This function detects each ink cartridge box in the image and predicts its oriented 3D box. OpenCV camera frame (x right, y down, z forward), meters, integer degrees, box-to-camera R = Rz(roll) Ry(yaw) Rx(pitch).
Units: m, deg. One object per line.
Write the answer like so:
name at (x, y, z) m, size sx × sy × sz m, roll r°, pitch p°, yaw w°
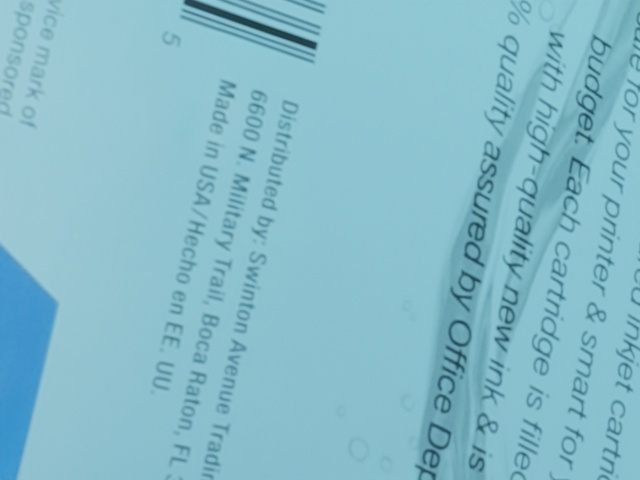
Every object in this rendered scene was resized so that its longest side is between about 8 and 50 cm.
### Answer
ink cartridge box at (0.000, 0.000, 0.536) m, size 0.394 × 0.166 × 0.286 m, roll 16°, pitch 81°, yaw -27°
